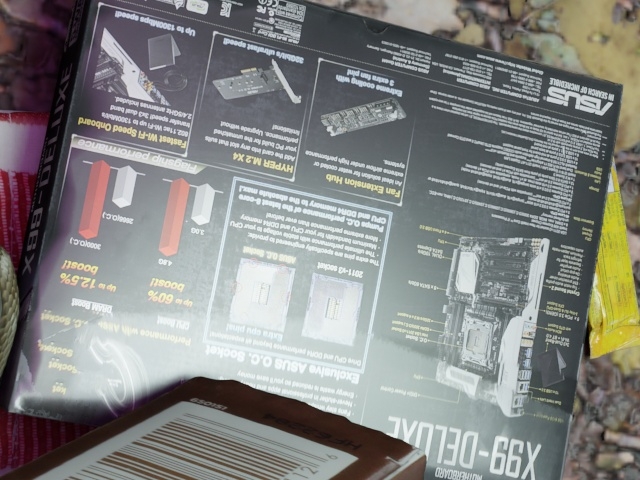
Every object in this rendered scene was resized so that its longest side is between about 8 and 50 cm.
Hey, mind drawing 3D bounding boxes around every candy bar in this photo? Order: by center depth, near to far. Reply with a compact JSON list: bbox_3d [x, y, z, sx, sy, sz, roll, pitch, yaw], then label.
[{"bbox_3d":[0.170,-0.010,0.927,0.040,0.018,0.162,-10,90,-19],"label":"candy bar"}]

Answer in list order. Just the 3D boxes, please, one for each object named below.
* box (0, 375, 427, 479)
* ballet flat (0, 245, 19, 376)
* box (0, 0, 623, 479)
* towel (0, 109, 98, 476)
[{"bbox_3d":[-0.068,0.278,0.691,0.143,0.191,0.381,15,109,26],"label":"box"},{"bbox_3d":[-0.215,0.107,0.770,0.084,0.058,0.250,27,105,3],"label":"ballet flat"},{"bbox_3d":[0.000,0.000,0.821,0.307,0.076,0.242,12,83,-17],"label":"box"},{"bbox_3d":[-0.083,0.093,0.845,0.237,0.037,0.329,1,88,-16],"label":"towel"}]
